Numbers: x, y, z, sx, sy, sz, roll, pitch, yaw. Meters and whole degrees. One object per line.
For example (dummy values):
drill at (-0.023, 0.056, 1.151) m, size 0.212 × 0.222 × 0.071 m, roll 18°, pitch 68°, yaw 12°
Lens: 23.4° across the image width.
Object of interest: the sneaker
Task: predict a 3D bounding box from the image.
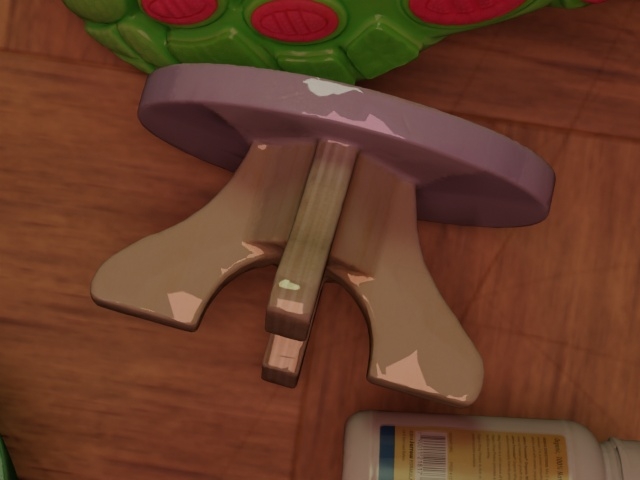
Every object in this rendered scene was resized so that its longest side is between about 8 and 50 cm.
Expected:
sneaker at (0.041, -0.226, 1.029) m, size 0.483 × 0.202 × 0.185 m, roll -8°, pitch 129°, yaw 14°

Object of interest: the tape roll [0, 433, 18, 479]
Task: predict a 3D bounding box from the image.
tape roll at (-0.355, 0.193, 0.996) m, size 0.321 × 0.077 × 0.321 m, roll -1°, pitch 57°, yaw 1°

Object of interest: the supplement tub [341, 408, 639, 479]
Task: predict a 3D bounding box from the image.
supplement tub at (0.112, 0.189, 1.034) m, size 0.199 × 0.144 × 0.144 m, roll 3°, pitch 91°, yaw 1°

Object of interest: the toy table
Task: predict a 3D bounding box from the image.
toy table at (0.000, 0.000, 0.997) m, size 0.274 × 0.252 × 0.161 m, roll 12°, pitch 75°, yaw 12°
